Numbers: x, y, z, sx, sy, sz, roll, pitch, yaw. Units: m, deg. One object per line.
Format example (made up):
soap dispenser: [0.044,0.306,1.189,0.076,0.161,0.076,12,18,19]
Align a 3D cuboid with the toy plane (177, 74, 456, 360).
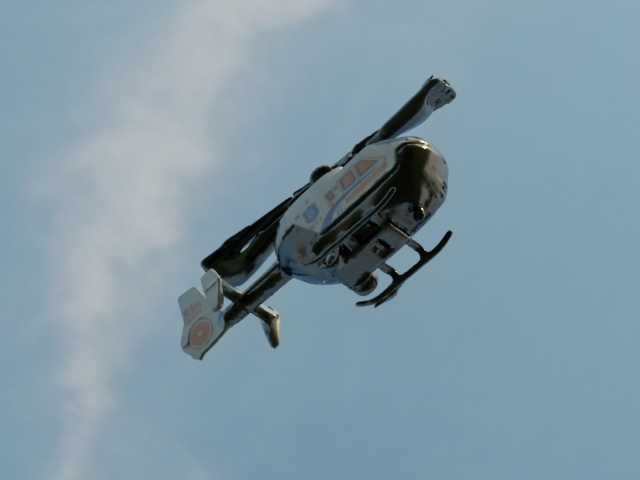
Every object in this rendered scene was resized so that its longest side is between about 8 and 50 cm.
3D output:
toy plane: [0.000,0.001,0.810,0.197,0.053,0.078,-40,-139,19]
